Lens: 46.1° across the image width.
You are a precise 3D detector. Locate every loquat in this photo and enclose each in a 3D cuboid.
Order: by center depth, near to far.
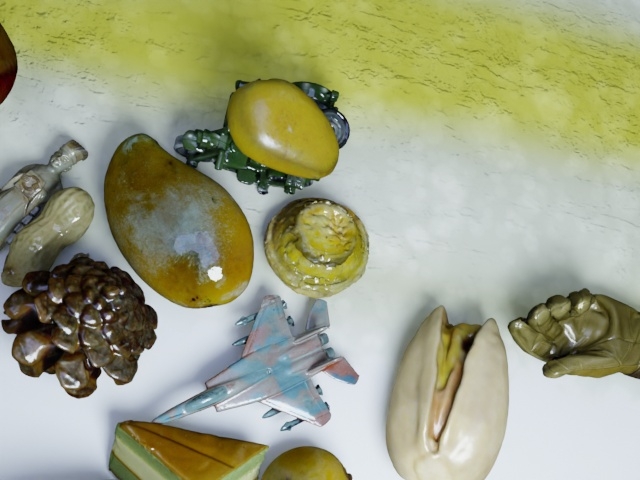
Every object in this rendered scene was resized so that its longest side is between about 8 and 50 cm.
[{"bbox_3d":[-0.020,0.390,1.142,0.163,0.137,0.163,4,58,-7],"label":"loquat"}]

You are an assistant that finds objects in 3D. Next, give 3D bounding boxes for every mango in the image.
[{"bbox_3d":[-0.055,-0.166,1.159,0.195,0.098,0.137,41,68,-21],"label":"mango"},{"bbox_3d":[-0.230,-0.032,1.184,0.192,0.146,0.316,-35,82,-14],"label":"mango"}]

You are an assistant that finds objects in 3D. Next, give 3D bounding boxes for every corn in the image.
[{"bbox_3d":[-0.396,0.050,1.189,0.083,0.027,0.028,-48,112,-17],"label":"corn"}]

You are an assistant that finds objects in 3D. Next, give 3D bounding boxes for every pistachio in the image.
[{"bbox_3d":[0.211,0.261,1.211,0.187,0.187,0.299,22,68,-7],"label":"pistachio"}]

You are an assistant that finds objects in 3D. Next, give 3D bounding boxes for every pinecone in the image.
[{"bbox_3d":[-0.350,0.126,1.094,0.201,0.228,0.203,-4,91,32],"label":"pinecone"}]

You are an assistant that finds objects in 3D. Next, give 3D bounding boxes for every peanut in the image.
[{"bbox_3d":[-0.424,-0.003,1.167,0.082,0.082,0.187,39,74,-2],"label":"peanut"}]

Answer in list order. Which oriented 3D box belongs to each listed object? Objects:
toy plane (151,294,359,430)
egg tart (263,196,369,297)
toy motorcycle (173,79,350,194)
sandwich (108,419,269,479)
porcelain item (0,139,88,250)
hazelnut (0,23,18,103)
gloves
[{"bbox_3d":[-0.108,0.217,1.179,0.326,0.104,0.223,-22,83,-12],"label":"toy plane"},{"bbox_3d":[0.000,0.000,1.246,0.191,0.074,0.191,8,59,-13],"label":"egg tart"},{"bbox_3d":[-0.093,-0.184,1.256,0.275,0.127,0.205,14,78,-12],"label":"toy motorcycle"},{"bbox_3d":[-0.202,0.331,1.143,0.187,0.117,0.144,31,31,22],"label":"sandwich"},{"bbox_3d":[-0.456,-0.081,1.192,0.084,0.054,0.213,43,72,-1],"label":"porcelain item"},{"bbox_3d":[-0.588,-0.280,1.142,0.217,0.217,0.251,-36,78,-17],"label":"hazelnut"},{"bbox_3d":[0.457,0.162,1.294,0.331,0.141,0.154,13,101,-19],"label":"gloves"}]
